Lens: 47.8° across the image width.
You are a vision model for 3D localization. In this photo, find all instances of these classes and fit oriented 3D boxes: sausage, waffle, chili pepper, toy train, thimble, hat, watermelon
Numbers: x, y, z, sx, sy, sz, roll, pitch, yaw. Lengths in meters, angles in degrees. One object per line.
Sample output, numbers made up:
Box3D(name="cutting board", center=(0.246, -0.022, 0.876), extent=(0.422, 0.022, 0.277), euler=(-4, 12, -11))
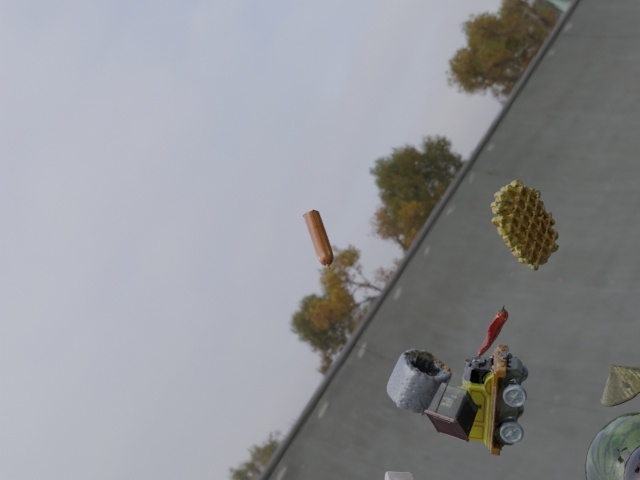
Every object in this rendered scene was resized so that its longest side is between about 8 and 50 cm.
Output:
Box3D(name="sausage", center=(0.000, 0.000, 1.265), extent=(0.031, 0.107, 0.031), euler=(-18, -16, -6))
Box3D(name="waffle", center=(0.418, -0.035, 1.471), extent=(0.038, 0.191, 0.191), euler=(-21, 24, 51))
Box3D(name="chili pepper", center=(0.447, 0.244, 1.880), extent=(0.045, 0.027, 0.178), euler=(-5, -53, -48))
Box3D(name="toy train", center=(0.296, 0.279, 1.267), extent=(0.089, 0.127, 0.220), euler=(-58, -31, -63))
Box3D(name="thimble", center=(0.242, 0.349, 1.785), extent=(0.151, 0.127, 0.118), euler=(3, -62, -44))
Box3D(name="hat", center=(0.703, 0.320, 1.697), extent=(0.146, 0.067, 0.146), euler=(-37, -3, -2))
Box3D(name="watermelon", center=(0.828, 0.624, 1.948), extent=(0.189, 0.331, 0.331), euler=(10, -62, -30))

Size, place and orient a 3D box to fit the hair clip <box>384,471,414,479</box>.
Box3D(name="hair clip", center=(0.179, 0.572, 1.440), extent=(0.331, 0.085, 0.101), euler=(-87, -4, -83))

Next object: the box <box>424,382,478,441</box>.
Box3D(name="box", center=(0.218, 0.281, 1.186), extent=(0.063, 0.060, 0.085), euler=(-60, -41, -26))

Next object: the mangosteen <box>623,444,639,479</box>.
Box3D(name="mangosteen", center=(0.781, 0.543, 1.608), extent=(0.210, 0.209, 0.210), euler=(-56, -13, -20))
